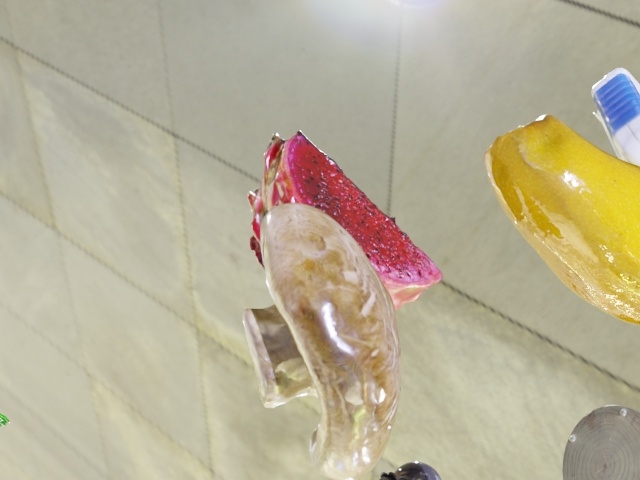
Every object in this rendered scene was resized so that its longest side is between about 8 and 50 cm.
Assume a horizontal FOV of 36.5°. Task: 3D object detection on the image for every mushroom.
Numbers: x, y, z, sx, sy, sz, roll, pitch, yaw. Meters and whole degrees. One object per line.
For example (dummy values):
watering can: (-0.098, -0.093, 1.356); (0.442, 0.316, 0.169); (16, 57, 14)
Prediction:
mushroom: (0.010, 0.104, 0.930); (0.151, 0.156, 0.285); (-143, 38, -82)

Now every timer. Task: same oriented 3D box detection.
timer: (0.470, -0.107, 1.328); (0.253, 0.178, 0.078); (38, 118, -25)

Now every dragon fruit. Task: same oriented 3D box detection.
dragon fruit: (0.000, 0.000, 1.130); (0.261, 0.163, 0.189); (47, -174, 1)

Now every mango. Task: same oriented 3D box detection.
mango: (0.333, -0.010, 1.109); (0.359, 0.186, 0.144); (29, 139, -18)

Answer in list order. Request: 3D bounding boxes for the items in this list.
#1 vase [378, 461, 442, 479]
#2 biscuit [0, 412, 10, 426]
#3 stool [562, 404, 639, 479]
vase: (0.171, 0.501, 1.954); (0.120, 0.120, 0.183); (20, 175, 39)
biscuit: (-0.300, 0.169, 0.808); (0.046, 0.089, 0.016); (42, 133, -14)
stool: (0.523, 0.362, 1.477); (0.179, 0.264, 0.179); (-35, 46, 47)
